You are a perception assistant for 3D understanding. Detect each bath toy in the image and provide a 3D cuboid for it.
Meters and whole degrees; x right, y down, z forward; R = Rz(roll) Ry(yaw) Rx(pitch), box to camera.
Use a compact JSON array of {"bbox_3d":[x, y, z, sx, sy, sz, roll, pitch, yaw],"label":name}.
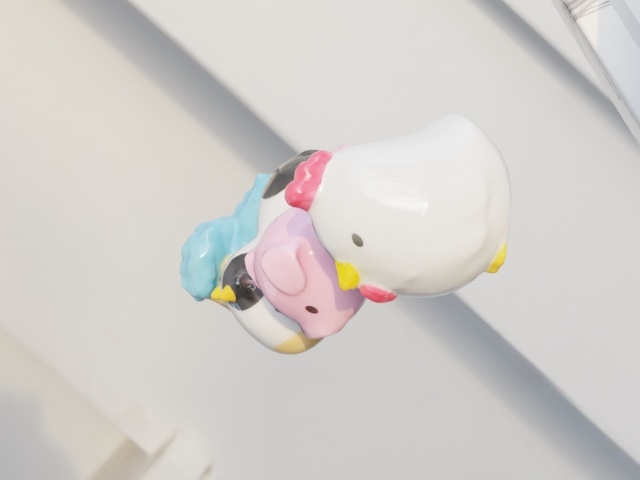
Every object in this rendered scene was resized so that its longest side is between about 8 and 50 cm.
[{"bbox_3d":[0.000,0.000,0.822,0.348,0.129,0.151,164,111,-70],"label":"bath toy"}]

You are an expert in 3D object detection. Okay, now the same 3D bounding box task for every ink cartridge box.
[{"bbox_3d":[0.280,-0.191,1.058,0.117,0.283,0.207,-31,-9,13],"label":"ink cartridge box"}]
